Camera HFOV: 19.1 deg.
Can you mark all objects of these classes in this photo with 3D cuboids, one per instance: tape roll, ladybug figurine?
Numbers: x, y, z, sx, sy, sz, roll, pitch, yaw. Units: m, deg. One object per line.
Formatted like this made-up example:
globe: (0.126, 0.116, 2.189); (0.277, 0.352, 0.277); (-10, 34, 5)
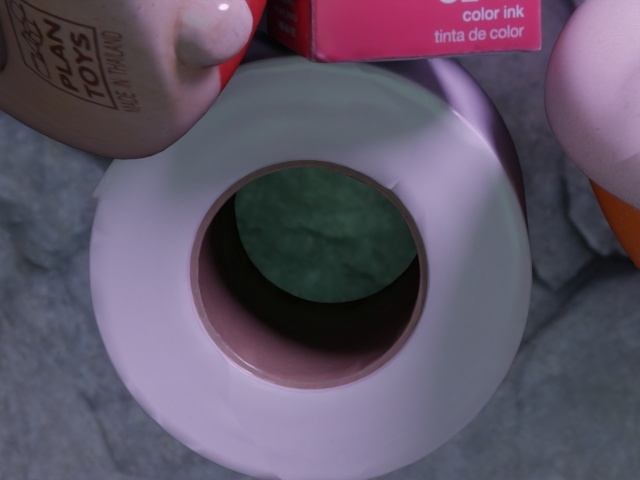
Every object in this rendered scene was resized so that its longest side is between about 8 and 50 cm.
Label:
tape roll: (0.000, 0.000, 1.104); (0.246, 0.169, 0.246); (1, 104, 5)
ladybug figurine: (-0.170, -0.216, 0.990); (0.162, 0.305, 0.449); (-37, 56, -21)

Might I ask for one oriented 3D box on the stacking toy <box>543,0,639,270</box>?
stacking toy: (0.315, 0.074, 1.071); (0.350, 0.350, 0.480); (-5, 122, 6)

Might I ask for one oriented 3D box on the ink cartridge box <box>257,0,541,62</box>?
ink cartridge box: (0.029, -0.258, 1.001); (0.131, 0.226, 0.306); (-2, 104, -10)
